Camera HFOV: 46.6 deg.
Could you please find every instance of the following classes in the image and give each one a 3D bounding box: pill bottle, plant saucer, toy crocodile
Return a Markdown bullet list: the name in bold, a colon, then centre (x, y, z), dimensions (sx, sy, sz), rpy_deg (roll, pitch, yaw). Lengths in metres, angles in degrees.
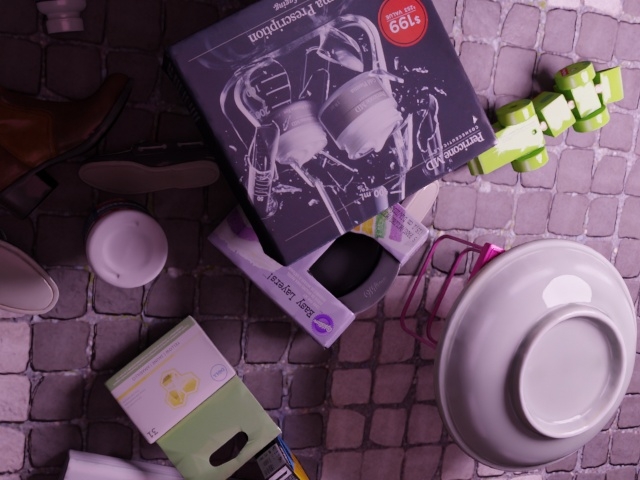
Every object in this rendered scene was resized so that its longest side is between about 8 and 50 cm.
- **pill bottle**: centre (-0.359, -0.348, 1.022), dimensions (0.067, 0.067, 0.120), rpy_deg (-10, 105, -18)
- **plant saucer**: centre (0.377, 0.201, 1.197), dimensions (0.400, 0.100, 0.401), rpy_deg (-5, 103, -21)
- **toy crocodile**: centre (0.398, -0.220, 1.321), dimensions (0.340, 0.105, 0.115), rpy_deg (-32, 111, -7)
- **pill bottle**: centre (-0.284, -0.004, 1.062), dimensions (0.107, 0.180, 0.108), rpy_deg (-4, 103, -20)

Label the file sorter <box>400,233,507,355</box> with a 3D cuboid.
- **file sorter**: centre (0.317, 0.134, 1.314), dimensions (0.290, 0.182, 0.202), rpy_deg (24, 91, -24)

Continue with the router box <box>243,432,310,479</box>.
- **router box**: centre (-0.060, 0.378, 1.228), dimensions (0.046, 0.179, 0.133), rpy_deg (-37, 112, -7)

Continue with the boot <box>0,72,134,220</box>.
- **boot**: centre (-0.436, -0.212, 1.031), dimensions (0.264, 0.096, 0.280), rpy_deg (-45, 105, 2)

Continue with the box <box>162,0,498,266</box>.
- **box**: centre (0.009, -0.188, 1.022), dimensions (0.343, 0.179, 0.313), rpy_deg (-30, 102, -9)

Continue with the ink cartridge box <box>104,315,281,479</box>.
- **ink cartridge box**: centre (-0.198, 0.262, 1.167), dimensions (0.171, 0.056, 0.235), rpy_deg (-38, 82, -10)

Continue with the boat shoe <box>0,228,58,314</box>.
- **boat shoe**: centre (-0.489, 0.023, 1.047), dimensions (0.254, 0.079, 0.095), rpy_deg (27, 94, -21)

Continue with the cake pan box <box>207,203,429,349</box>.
- **cake pan box**: centre (0.000, 0.000, 1.164), dimensions (0.267, 0.070, 0.246), rpy_deg (43, 87, 11)

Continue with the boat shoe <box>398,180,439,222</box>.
- **boat shoe**: centre (0.068, 0.010, 1.257), dimensions (0.335, 0.095, 0.112), rpy_deg (-53, 149, 1)

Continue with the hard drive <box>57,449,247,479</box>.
- **hard drive**: centre (-0.279, 0.493, 1.243), dimensions (0.352, 0.047, 0.233), rpy_deg (18, 94, -22)

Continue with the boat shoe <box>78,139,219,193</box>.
- **boat shoe**: centre (-0.258, -0.117, 1.125), dimensions (0.205, 0.075, 0.065), rpy_deg (-3, 59, -14)
